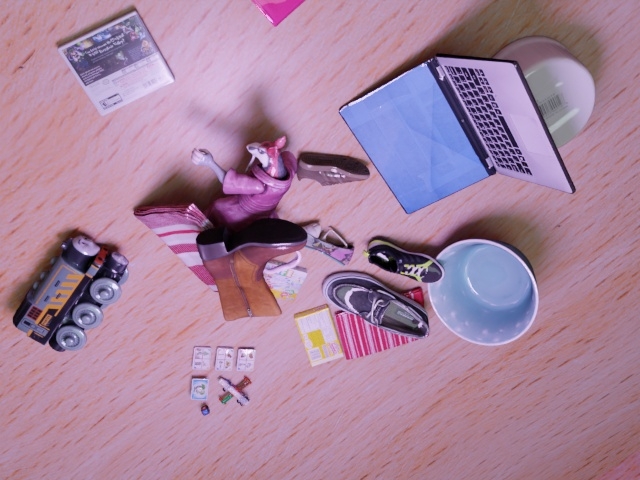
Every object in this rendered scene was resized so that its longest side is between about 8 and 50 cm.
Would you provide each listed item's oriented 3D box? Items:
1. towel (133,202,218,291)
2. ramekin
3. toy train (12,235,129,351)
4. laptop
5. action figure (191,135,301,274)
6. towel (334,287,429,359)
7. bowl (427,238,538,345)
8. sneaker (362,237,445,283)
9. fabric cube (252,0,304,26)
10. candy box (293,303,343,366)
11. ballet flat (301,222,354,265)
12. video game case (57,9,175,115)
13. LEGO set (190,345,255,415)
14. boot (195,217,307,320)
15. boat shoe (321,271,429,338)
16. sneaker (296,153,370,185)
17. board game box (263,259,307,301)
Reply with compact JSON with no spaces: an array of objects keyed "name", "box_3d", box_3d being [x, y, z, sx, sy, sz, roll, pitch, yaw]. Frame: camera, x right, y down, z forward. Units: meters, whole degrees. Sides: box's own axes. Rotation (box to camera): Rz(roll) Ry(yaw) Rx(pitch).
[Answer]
[{"name":"towel","box_3d":[-0.299,0.031,1.678,0.237,0.037,0.329,-1,139,44]},{"name":"ramekin","box_3d":[0.536,-0.349,1.651,0.277,0.135,0.277,-6,124,-9]},{"name":"toy train","box_3d":[-0.634,0.139,1.705,0.190,0.142,0.334,34,110,-18]},{"name":"laptop","box_3d":[0.320,-0.218,1.591,0.236,0.408,0.382,-45,123,-10]},{"name":"action figure","box_3d":[-0.150,-0.095,1.559,0.248,0.275,0.370,-23,162,-32]},{"name":"towel","box_3d":[0.191,0.254,2.022,0.275,0.031,0.198,-16,124,-2]},{"name":"bowl","box_3d":[0.475,0.121,1.878,0.312,0.163,0.311,11,113,28]},{"name":"sneaker","box_3d":[0.225,0.074,1.833,0.235,0.097,0.084,21,121,2]},{"name":"fabric cube","box_3d":[-0.083,-0.610,1.269,0.258,0.259,0.254,-38,121,11]},{"name":"candy box","box_3d":[-0.004,0.287,2.000,0.105,0.027,0.205,-19,124,-3]},{"name":"ballet flat","box_3d":[0.000,0.000,1.799,0.222,0.077,0.079,23,96,-30]},{"name":"video game case","box_3d":[-0.447,-0.389,1.472,0.191,0.022,0.173,-24,124,4]},{"name":"LEGO set","box_3d":[-0.299,0.420,2.020,0.183,0.060,0.244,4,112,-11]},{"name":"boot","box_3d":[-0.136,0.089,1.574,0.264,0.096,0.280,-11,129,5]},{"name":"boat shoe","box_3d":[0.167,0.183,1.891,0.335,0.119,0.121,19,103,-11]},{"name":"sneaker","box_3d":[0.030,-0.174,1.703,0.189,0.066,0.071,10,136,-12]},{"name":"board game box","box_3d":[-0.127,0.106,1.857,0.154,0.026,0.103,16,117,-21]}]
